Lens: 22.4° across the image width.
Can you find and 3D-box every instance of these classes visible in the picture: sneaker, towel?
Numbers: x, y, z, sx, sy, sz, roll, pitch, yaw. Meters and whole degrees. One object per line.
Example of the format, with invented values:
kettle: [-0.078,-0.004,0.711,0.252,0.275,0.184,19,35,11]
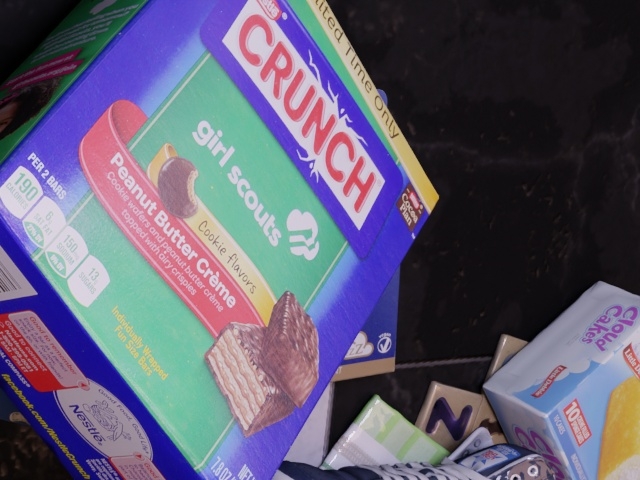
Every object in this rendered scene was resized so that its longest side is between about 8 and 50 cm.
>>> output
sneaker: [0.080,0.199,1.278,0.282,0.099,0.153,36,84,-34]
towel: [0.039,0.216,1.326,0.113,0.023,0.152,40,81,-30]

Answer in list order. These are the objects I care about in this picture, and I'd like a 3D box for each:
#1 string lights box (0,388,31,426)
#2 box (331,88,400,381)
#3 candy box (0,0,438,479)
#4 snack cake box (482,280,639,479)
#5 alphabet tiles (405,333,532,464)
string lights box: [-0.168,0.064,1.117,0.259,0.076,0.133,20,91,-36]
box: [0.000,0.000,1.242,0.136,0.036,0.225,-7,105,-33]
candy box: [-0.082,-0.021,1.025,0.268,0.122,0.317,56,44,-26]
snack cake box: [0.264,0.189,1.426,0.152,0.089,0.264,-39,121,-19]
alphabet tiles: [0.196,0.242,1.456,0.342,0.011,0.285,18,92,-36]
